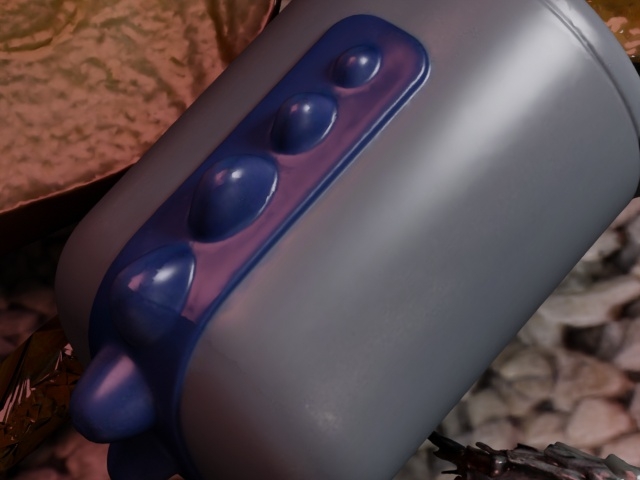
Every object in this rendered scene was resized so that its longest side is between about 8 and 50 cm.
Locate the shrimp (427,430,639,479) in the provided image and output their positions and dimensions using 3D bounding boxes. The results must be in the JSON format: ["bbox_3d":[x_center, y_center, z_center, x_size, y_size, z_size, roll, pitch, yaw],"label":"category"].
[{"bbox_3d":[0.135,0.153,0.731,0.233,0.079,0.090,30,105,35],"label":"shrimp"}]

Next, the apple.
[{"bbox_3d":[-0.215,-0.163,0.913,0.365,0.295,0.329,-46,32,-15],"label":"apple"}]

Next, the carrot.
[{"bbox_3d":[-0.139,0.059,0.870,0.229,0.069,0.069,-41,56,-14],"label":"carrot"}]

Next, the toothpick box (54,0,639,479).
[{"bbox_3d":[0.000,0.000,0.754,0.263,0.263,0.354,32,70,30],"label":"toothpick box"}]

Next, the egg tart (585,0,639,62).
[{"bbox_3d":[0.225,-0.266,0.963,0.319,0.128,0.319,-6,57,9],"label":"egg tart"}]
